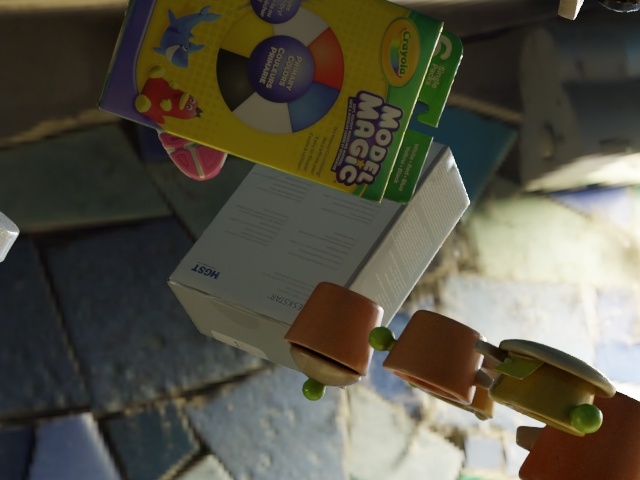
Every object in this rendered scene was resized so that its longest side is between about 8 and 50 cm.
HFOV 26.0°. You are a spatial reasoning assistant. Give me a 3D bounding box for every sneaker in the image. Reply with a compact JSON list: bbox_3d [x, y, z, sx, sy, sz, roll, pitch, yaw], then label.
[{"bbox_3d":[-0.114,-0.122,1.151,0.063,0.170,0.075,-22,-17,-3],"label":"sneaker"}]

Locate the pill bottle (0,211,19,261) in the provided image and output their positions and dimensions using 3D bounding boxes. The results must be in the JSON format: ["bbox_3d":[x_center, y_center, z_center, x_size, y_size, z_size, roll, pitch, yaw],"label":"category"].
[{"bbox_3d":[-0.462,0.071,1.505,0.161,0.283,0.161,33,2,-1],"label":"pill bottle"}]

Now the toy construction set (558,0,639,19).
[{"bbox_3d":[0.292,-0.262,1.016,0.237,0.308,0.257,24,8,20],"label":"toy construction set"}]

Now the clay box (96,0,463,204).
[{"bbox_3d":[-0.019,-0.109,0.894,0.222,0.127,0.053,18,5,-13],"label":"clay box"}]

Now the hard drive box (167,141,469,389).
[{"bbox_3d":[0.000,0.000,1.300,0.181,0.232,0.089,19,-29,35],"label":"hard drive box"}]

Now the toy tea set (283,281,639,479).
[{"bbox_3d":[0.107,0.138,1.070,0.200,0.124,0.336,31,-10,-38],"label":"toy tea set"}]
